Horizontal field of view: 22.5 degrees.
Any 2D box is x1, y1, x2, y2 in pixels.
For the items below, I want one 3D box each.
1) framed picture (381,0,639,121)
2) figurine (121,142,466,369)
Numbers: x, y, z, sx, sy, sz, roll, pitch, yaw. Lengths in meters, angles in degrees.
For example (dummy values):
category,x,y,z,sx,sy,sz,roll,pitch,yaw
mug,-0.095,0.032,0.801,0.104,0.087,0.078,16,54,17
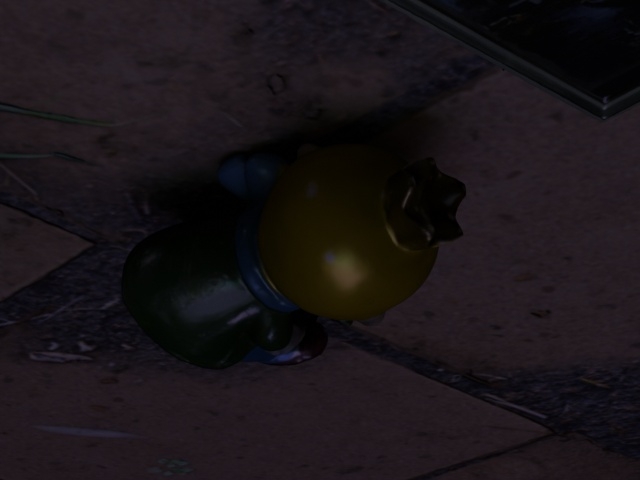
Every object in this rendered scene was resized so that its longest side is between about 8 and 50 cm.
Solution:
category,x,y,z,sx,sy,sz,roll,pitch,yaw
framed picture,0.182,-0.155,0.816,0.232,0.019,0.296,22,145,-34
figurine,0.005,0.014,1.040,0.234,0.127,0.185,-27,147,25
